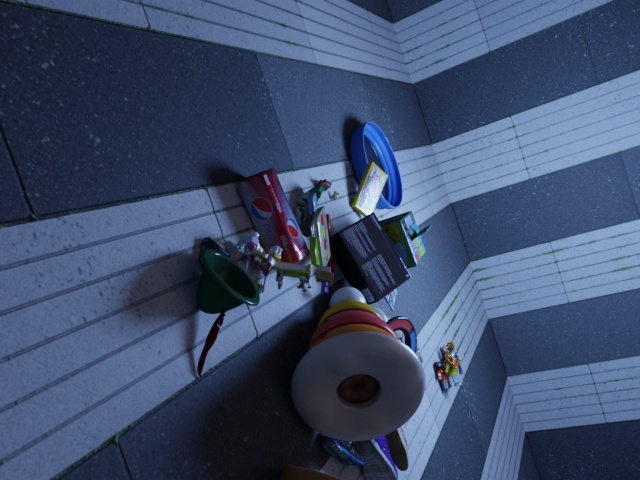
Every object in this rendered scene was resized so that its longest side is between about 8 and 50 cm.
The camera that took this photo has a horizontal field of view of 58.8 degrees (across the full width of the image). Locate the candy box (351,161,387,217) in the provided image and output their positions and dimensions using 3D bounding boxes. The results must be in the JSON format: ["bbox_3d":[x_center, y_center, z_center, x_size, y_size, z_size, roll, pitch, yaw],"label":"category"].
[{"bbox_3d":[0.195,-0.198,2.241,0.105,0.027,0.206,37,68,-37],"label":"candy box"}]

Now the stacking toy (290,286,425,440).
[{"bbox_3d":[0.087,0.295,1.639,0.351,0.350,0.480,60,10,-25],"label":"stacking toy"}]

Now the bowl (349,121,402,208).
[{"bbox_3d":[0.242,-0.317,2.456,0.391,0.077,0.391,40,42,-48],"label":"bowl"}]

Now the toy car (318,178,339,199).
[{"bbox_3d":[0.036,-0.172,1.996,0.122,0.060,0.041,35,76,-42],"label":"toy car"}]

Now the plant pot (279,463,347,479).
[{"bbox_3d":[0.025,0.648,1.263,0.291,0.290,0.204,45,53,-43],"label":"plant pot"}]

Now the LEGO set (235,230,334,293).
[{"bbox_3d":[-0.105,0.089,1.478,0.287,0.132,0.107,28,53,-26],"label":"LEGO set"}]

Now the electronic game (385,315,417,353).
[{"bbox_3d":[0.235,0.354,1.806,0.229,0.048,0.229,-10,105,-43],"label":"electronic game"}]

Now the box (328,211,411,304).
[{"bbox_3d":[0.161,0.063,1.917,0.184,0.103,0.261,-29,89,-34],"label":"box"}]

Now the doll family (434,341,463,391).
[{"bbox_3d":[0.602,0.554,2.586,0.263,0.118,0.163,-38,109,-62],"label":"doll family"}]

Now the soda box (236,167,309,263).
[{"bbox_3d":[-0.129,-0.058,1.560,0.263,0.092,0.083,67,24,-12],"label":"soda box"}]

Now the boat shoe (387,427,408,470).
[{"bbox_3d":[0.269,0.689,1.923,0.059,0.063,0.170,-1,75,-57],"label":"boat shoe"}]

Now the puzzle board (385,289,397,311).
[{"bbox_3d":[0.285,0.210,2.298,0.096,0.011,0.128,59,30,-26],"label":"puzzle board"}]

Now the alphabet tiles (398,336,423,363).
[{"bbox_3d":[0.262,0.468,1.917,0.284,0.021,0.278,-48,136,-29],"label":"alphabet tiles"}]

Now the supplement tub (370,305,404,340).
[{"bbox_3d":[0.179,0.301,1.887,0.199,0.144,0.144,36,44,-50],"label":"supplement tub"}]

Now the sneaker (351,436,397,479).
[{"bbox_3d":[0.167,0.615,1.725,0.293,0.102,0.146,64,27,-18],"label":"sneaker"}]

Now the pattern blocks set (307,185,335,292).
[{"bbox_3d":[0.000,0.000,1.719,0.285,0.026,0.325,-48,134,-74],"label":"pattern blocks set"}]

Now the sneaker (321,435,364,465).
[{"bbox_3d":[0.072,0.581,1.600,0.188,0.067,0.078,49,41,-34],"label":"sneaker"}]

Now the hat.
[{"bbox_3d":[-0.257,0.146,1.274,0.173,0.183,0.208,42,10,-11],"label":"hat"}]

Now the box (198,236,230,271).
[{"bbox_3d":[-0.252,0.041,1.347,0.083,0.018,0.067,47,37,-41],"label":"box"}]

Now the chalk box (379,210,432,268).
[{"bbox_3d":[0.271,0.011,2.075,0.180,0.288,0.179,-33,104,-62],"label":"chalk box"}]

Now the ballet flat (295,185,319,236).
[{"bbox_3d":[-0.044,-0.105,1.789,0.068,0.072,0.213,24,45,-21],"label":"ballet flat"}]
